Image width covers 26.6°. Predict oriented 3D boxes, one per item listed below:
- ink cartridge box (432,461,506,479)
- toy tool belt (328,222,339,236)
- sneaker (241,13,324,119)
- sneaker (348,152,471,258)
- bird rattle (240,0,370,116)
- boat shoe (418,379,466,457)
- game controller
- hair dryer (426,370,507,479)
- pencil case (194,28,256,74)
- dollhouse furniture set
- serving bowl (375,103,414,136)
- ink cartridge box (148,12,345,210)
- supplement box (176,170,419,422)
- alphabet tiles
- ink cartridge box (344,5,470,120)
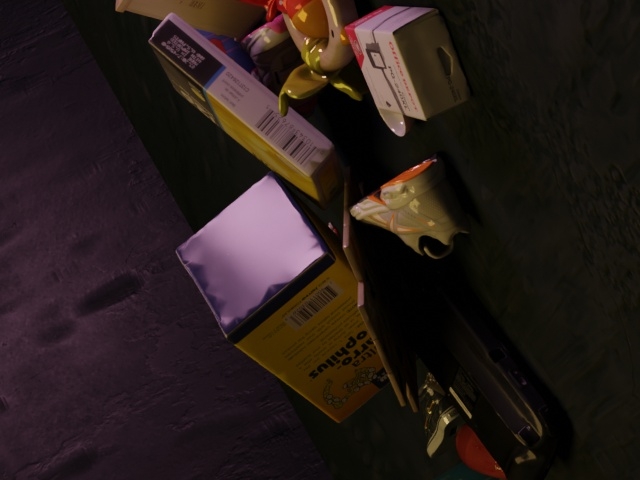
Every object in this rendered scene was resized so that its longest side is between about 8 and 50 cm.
[{"bbox_3d":[0.298,0.511,2.071,0.307,0.129,0.223,48,160,49],"label":"ink cartridge box"},{"bbox_3d":[0.000,0.000,2.378,0.052,0.051,0.083,63,167,-2],"label":"toy tool belt"},{"bbox_3d":[-0.041,-0.245,1.946,0.111,0.103,0.252,54,172,15],"label":"sneaker"},{"bbox_3d":[0.118,-0.025,1.758,0.121,0.099,0.262,58,169,-1],"label":"sneaker"},{"bbox_3d":[-0.007,-0.297,1.731,0.207,0.143,0.253,143,113,-66],"label":"bird rattle"},{"bbox_3d":[0.192,0.282,2.187,0.083,0.065,0.183,58,160,25],"label":"boat shoe"},{"bbox_3d":[0.214,0.182,1.832,0.319,0.067,0.166,55,157,33],"label":"game controller"},{"bbox_3d":[0.219,0.240,1.934,0.293,0.080,0.223,52,163,35],"label":"hair dryer"},{"bbox_3d":[-0.154,-0.318,2.183,0.306,0.119,0.133,64,-154,-12],"label":"pencil case"},{"bbox_3d":[-0.157,-0.491,1.953,0.286,0.198,0.303,-36,48,56],"label":"dollhouse furniture set"},{"bbox_3d":[0.095,-0.172,1.686,0.083,0.027,0.083,58,167,21],"label":"serving bowl"},{"bbox_3d":[-0.096,-0.168,1.965,0.303,0.072,0.307,39,172,11],"label":"ink cartridge box"},{"bbox_3d":[-0.022,0.094,2.061,0.356,0.195,0.194,44,-171,-50],"label":"supplement box"},{"bbox_3d":[0.086,0.067,1.915,0.342,0.011,0.285,-87,-23,-60],"label":"alphabet tiles"},{"bbox_3d":[0.097,-0.202,1.529,0.109,0.063,0.150,66,167,-18],"label":"ink cartridge box"}]
